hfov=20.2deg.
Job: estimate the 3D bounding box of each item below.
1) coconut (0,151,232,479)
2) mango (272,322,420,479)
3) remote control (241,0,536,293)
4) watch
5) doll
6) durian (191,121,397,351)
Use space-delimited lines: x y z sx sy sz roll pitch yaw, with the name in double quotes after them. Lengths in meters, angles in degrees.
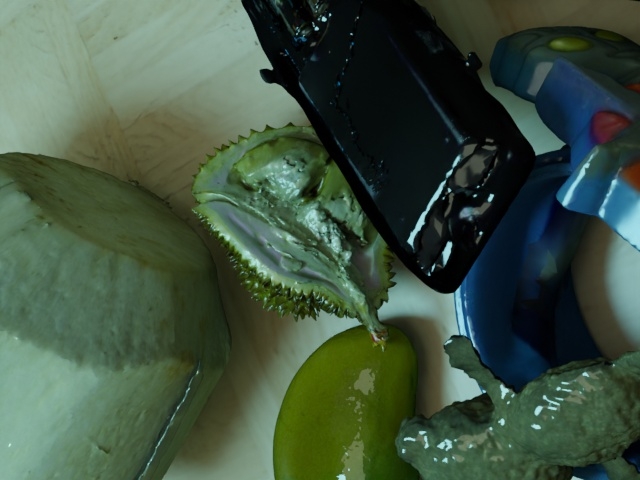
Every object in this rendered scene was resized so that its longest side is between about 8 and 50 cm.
-0.239 0.093 1.461 0.323 0.323 0.323 3 97 30 "coconut"
0.022 0.161 1.436 0.122 0.085 0.191 0 84 37 "mango"
0.030 -0.126 1.300 0.144 0.062 0.399 -61 35 22 "remote control"
0.197 0.008 1.248 0.305 0.241 0.274 41 128 34 "watch"
0.161 0.102 1.127 0.202 0.286 0.091 11 58 -2 "doll"
0.000 0.000 1.419 0.146 0.102 0.208 -34 74 -9 "durian"
